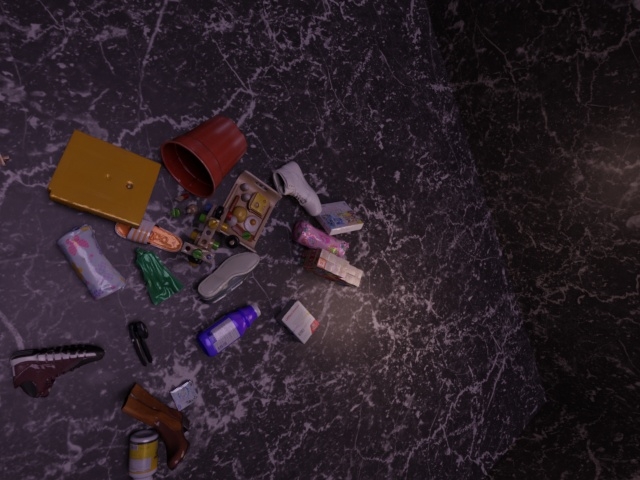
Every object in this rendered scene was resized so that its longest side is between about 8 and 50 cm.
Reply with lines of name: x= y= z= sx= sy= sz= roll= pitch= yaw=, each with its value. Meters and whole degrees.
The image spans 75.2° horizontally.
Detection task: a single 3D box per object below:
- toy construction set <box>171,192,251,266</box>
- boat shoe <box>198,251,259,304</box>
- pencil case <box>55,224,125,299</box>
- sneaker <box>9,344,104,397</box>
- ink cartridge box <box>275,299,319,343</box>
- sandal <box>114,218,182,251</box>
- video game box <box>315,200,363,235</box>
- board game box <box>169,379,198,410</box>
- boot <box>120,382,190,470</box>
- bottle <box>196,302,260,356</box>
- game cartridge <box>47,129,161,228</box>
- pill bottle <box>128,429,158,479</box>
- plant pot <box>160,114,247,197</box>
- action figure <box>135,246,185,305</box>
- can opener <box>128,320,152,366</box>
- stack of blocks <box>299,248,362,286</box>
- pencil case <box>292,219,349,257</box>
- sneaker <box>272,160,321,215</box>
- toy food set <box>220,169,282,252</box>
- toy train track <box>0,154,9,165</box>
toy construction set: x=-0.476 y=-0.043 z=1.641 sx=0.257 sy=0.237 sz=0.309 roll=-38 pitch=101 yaw=5
boat shoe: x=-0.396 y=0.163 z=1.818 sx=0.319 sy=0.116 sz=0.099 roll=-39 pitch=151 yaw=-36
pencil case: x=-0.831 y=0.080 z=1.510 sx=0.124 sy=0.113 sz=0.273 roll=-41 pitch=109 yaw=-49
sneaker: x=-0.911 y=0.459 z=1.448 sx=0.280 sy=0.106 sz=0.163 roll=2 pitch=92 yaw=-23
ink cartridge box: x=-0.109 y=0.385 z=1.983 sx=0.127 sy=0.072 sz=0.175 roll=-49 pitch=112 yaw=-25
sandal: x=-0.666 y=-0.029 z=1.645 sx=0.265 sy=0.076 sz=0.102 roll=22 pitch=75 yaw=-30
video game box: x=0.085 y=-0.116 z=2.096 sx=0.205 sy=0.187 sz=0.048 roll=-11 pitch=137 yaw=-33
board game box: x=-0.558 y=0.634 z=1.703 sx=0.090 sy=0.020 sz=0.090 roll=-26 pitch=101 yaw=-32
boot: x=-0.608 y=0.680 z=1.534 sx=0.096 sy=0.264 sz=0.280 roll=-38 pitch=113 yaw=8
bottle: x=-0.388 y=0.374 z=1.790 sx=0.282 sy=0.092 sz=0.118 roll=-35 pitch=106 yaw=-30
game cartridge: x=-0.799 y=-0.226 z=1.555 sx=0.323 sy=0.052 sz=0.286 roll=22 pitch=63 yaw=-26
pill bottle: x=-0.669 y=0.825 z=1.568 sx=0.103 sy=0.103 sz=0.185 roll=4 pitch=85 yaw=-33
plant pot: x=-0.460 y=-0.361 z=1.711 sx=0.272 sy=0.272 sz=0.265 roll=51 pitch=54 yaw=-20
action figure: x=-0.660 y=0.125 z=1.647 sx=0.137 sy=0.063 sz=0.233 roll=-36 pitch=110 yaw=-28
can opener: x=-0.697 y=0.401 z=1.608 sx=0.059 sy=0.073 sz=0.186 roll=-17 pitch=105 yaw=-41
stack of blocks: x=0.065 y=0.139 z=2.057 sx=0.297 sy=0.171 sz=0.087 roll=27 pitch=73 yaw=-29
pencil case: x=0.000 y=0.000 z=2.052 sx=0.283 sy=0.124 sz=0.124 roll=26 pitch=73 yaw=-27
sneaker: x=-0.120 y=-0.221 z=1.977 sx=0.293 sy=0.108 sz=0.169 roll=58 pitch=40 yaw=-6
toy food set: x=-0.320 y=-0.130 z=1.870 sx=0.219 sy=0.092 sz=0.307 roll=34 pitch=70 yaw=-26
toy train track: x=-1.107 y=-0.272 z=1.413 sx=0.083 sy=0.014 sz=0.048 roll=-23 pitch=106 yaw=-26
